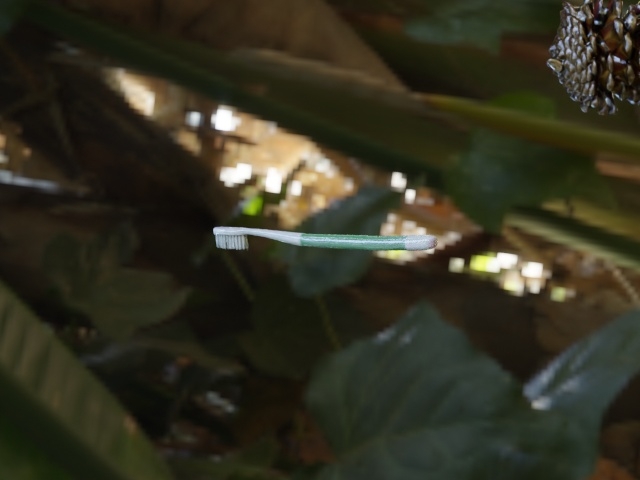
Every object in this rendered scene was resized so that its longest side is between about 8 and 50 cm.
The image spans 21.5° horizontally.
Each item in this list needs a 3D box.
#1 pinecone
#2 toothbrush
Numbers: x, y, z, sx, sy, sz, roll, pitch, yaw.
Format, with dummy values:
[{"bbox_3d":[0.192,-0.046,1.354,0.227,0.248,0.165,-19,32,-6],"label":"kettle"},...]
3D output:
[{"bbox_3d":[0.234,-0.143,1.317,0.102,0.109,0.102,15,-90,-82],"label":"pinecone"},{"bbox_3d":[0.000,0.000,1.608,0.018,0.257,0.024,-21,-73,-53],"label":"toothbrush"}]
